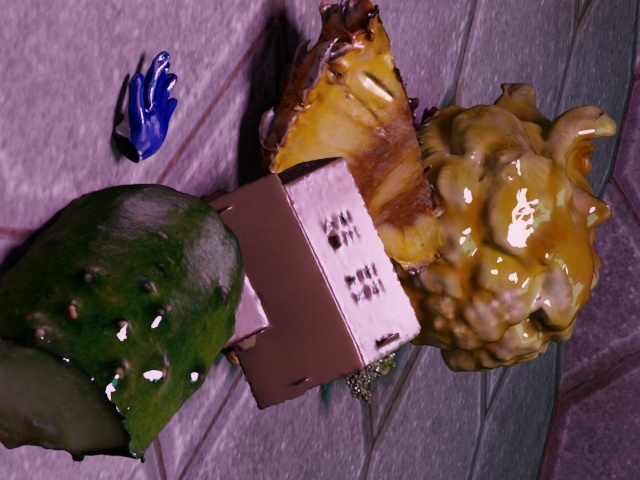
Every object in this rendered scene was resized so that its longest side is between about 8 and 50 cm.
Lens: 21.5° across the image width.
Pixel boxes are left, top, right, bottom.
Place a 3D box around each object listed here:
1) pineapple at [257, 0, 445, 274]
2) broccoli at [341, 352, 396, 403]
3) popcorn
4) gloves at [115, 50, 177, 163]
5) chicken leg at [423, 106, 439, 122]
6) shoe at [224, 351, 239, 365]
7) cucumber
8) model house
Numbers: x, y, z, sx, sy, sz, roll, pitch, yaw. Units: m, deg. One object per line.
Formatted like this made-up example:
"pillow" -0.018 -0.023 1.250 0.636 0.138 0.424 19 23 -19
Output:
"pineapple" 0.009 -0.090 1.593 0.158 0.161 0.334 -32 134 -5
"broccoli" 0.050 0.125 1.923 0.095 0.097 0.092 -42 149 -5
"popcorn" 0.191 -0.020 1.947 0.279 0.274 0.335 -8 86 -38
"gloves" -0.131 -0.105 1.298 0.064 0.026 0.086 76 33 -51
"chicken leg" 0.140 -0.104 2.094 0.062 0.037 0.145 -75 166 -52
"shoe" -0.059 0.087 1.583 0.109 0.072 0.069 67 2 -68
"cucumber" -0.137 0.033 1.208 0.325 0.145 0.105 -54 146 -60
"model house" -0.081 0.056 1.425 0.248 0.176 0.181 -26 96 -26
